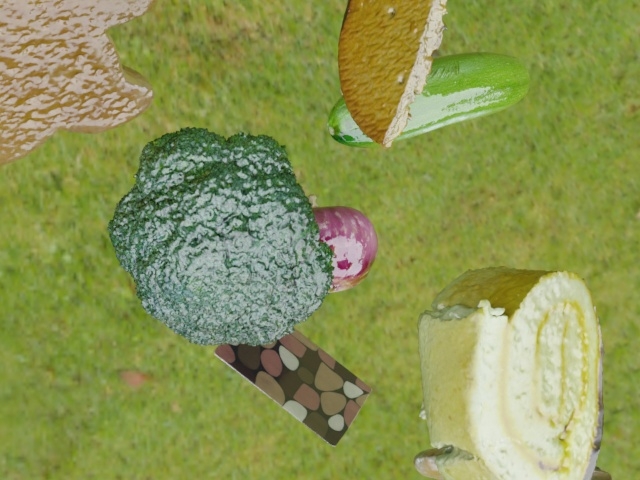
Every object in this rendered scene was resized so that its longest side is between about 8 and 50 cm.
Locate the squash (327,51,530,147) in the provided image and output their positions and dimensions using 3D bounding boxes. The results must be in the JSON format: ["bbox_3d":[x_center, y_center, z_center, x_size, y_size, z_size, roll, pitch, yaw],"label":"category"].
[{"bbox_3d":[0.132,-0.167,1.216,0.292,0.082,0.082,-18,145,-32],"label":"squash"}]

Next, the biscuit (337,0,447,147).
[{"bbox_3d":[0.067,-0.200,1.008,0.025,0.126,0.206,2,115,-40],"label":"biscuit"}]

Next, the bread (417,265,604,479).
[{"bbox_3d":[0.183,0.151,1.057,0.186,0.257,0.124,5,171,-36],"label":"bread"}]

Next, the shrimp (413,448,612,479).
[{"bbox_3d":[0.259,0.319,1.472,0.168,0.077,0.317,18,162,-35],"label":"shrimp"}]

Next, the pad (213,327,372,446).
[{"bbox_3d":[-0.039,0.203,1.661,0.235,0.158,0.003,38,127,2],"label":"pad"}]

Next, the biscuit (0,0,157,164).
[{"bbox_3d":[-0.406,-0.275,1.583,0.368,0.076,0.394,-21,155,-11],"label":"biscuit"}]

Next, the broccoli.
[{"bbox_3d":[-0.111,-0.005,1.371,0.297,0.297,0.297,7,111,17],"label":"broccoli"}]

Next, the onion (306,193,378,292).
[{"bbox_3d":[0.002,0.010,1.657,0.177,0.177,0.153,3,97,-17],"label":"onion"}]
